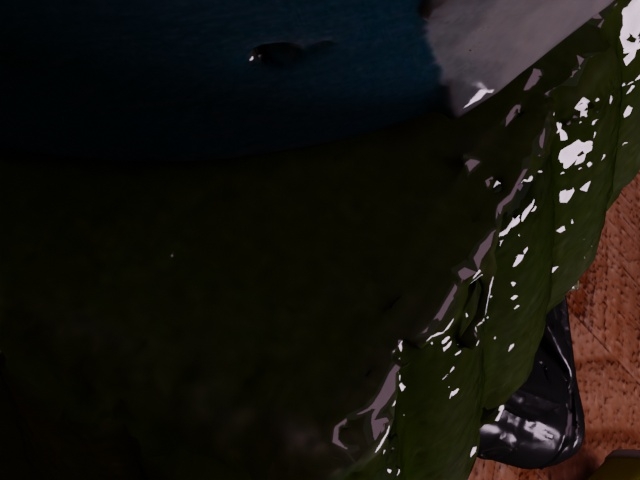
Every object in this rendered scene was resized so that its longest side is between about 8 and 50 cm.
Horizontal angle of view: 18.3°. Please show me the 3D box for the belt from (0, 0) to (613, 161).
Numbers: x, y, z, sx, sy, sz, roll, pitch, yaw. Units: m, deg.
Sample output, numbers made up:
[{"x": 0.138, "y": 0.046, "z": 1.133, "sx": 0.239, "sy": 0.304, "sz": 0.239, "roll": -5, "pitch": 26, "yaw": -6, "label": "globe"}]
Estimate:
[{"x": -0.078, "y": -0.189, "z": 0.670, "sx": 0.173, "sy": 0.437, "sz": 0.300, "roll": 67, "pitch": 34, "yaw": -65, "label": "belt"}]

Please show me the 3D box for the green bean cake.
[{"x": -0.051, "y": -0.028, "z": 0.794, "sx": 0.335, "sy": 0.319, "sz": 0.218, "roll": -53, "pitch": 158, "yaw": -21, "label": "green bean cake"}]

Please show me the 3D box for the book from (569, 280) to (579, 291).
[{"x": 0.077, "y": -0.070, "z": 1.174, "sx": 0.168, "sy": 0.013, "sz": 0.192, "roll": 17, "pitch": 53, "yaw": -32, "label": "book"}]

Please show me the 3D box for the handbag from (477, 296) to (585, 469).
[{"x": 0.097, "y": -0.004, "z": 1.281, "sx": 0.244, "sy": 0.088, "sz": 0.275, "roll": 28, "pitch": 53, "yaw": -51, "label": "handbag"}]

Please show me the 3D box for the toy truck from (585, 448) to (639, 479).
[{"x": 0.223, "y": 0.206, "z": 1.382, "sx": 0.077, "sy": 0.076, "sz": 0.111, "roll": -34, "pitch": 107, "yaw": -36, "label": "toy truck"}]
